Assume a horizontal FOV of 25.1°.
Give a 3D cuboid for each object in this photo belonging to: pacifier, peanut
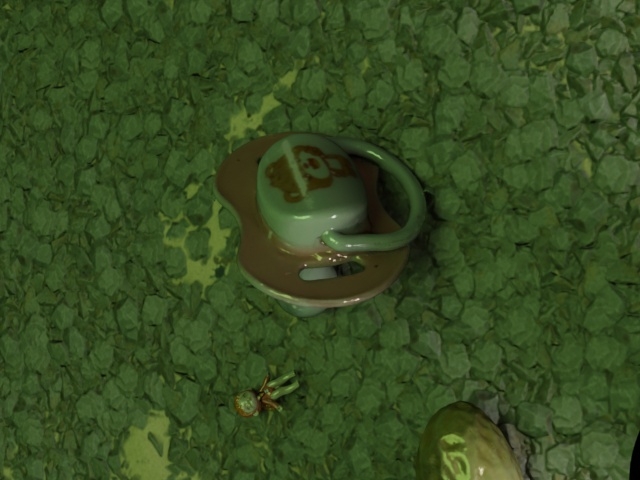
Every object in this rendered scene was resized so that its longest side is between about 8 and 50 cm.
[{"bbox_3d":[-0.014,-0.018,1.940,0.273,0.220,0.332,-47,42,25],"label":"pacifier"},{"bbox_3d":[0.192,0.363,1.842,0.152,0.152,0.313,-4,85,34],"label":"peanut"}]

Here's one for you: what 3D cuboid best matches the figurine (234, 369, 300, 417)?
[{"bbox_3d":[-0.075,0.223,2.081,0.109,0.047,0.064,-29,66,21],"label":"figurine"}]

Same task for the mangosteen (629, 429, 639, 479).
[{"bbox_3d":[0.486,0.274,1.567,0.300,0.300,0.300,-1,89,34],"label":"mangosteen"}]
